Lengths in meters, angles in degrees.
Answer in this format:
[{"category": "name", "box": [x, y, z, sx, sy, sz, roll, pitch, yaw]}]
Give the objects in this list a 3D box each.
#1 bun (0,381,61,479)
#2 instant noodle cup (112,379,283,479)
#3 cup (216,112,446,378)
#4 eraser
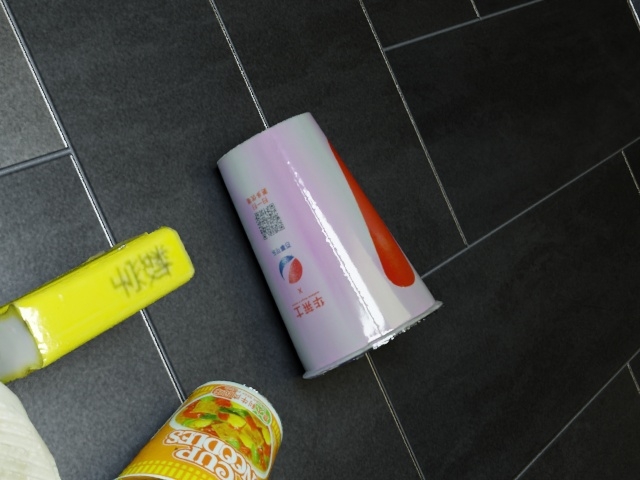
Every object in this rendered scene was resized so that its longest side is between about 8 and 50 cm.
[{"category": "bun", "box": [-0.327, 0.212, 0.984, 0.239, 0.141, 0.239, 53, 20, -30]}, {"category": "instant noodle cup", "box": [-0.122, 0.245, 1.221, 0.168, 0.168, 0.185, 55, 33, -16]}, {"category": "cup", "box": [0.000, 0.000, 1.448, 0.203, 0.203, 0.288, -27, 88, -51]}, {"category": "eraser", "box": [-0.245, 0.066, 1.143, 0.226, 0.158, 0.069, -33, 97, -51]}]
